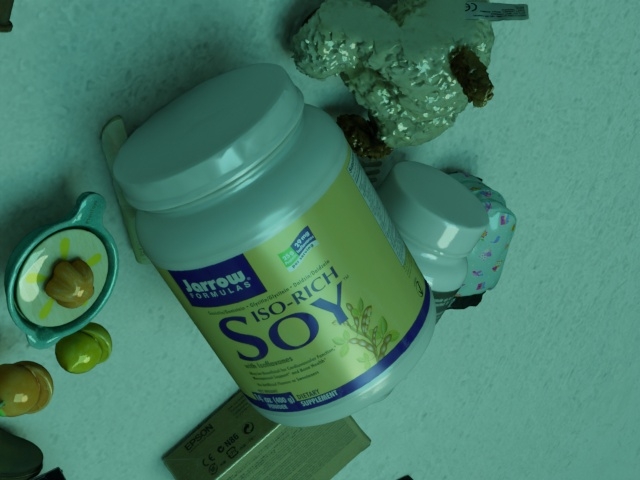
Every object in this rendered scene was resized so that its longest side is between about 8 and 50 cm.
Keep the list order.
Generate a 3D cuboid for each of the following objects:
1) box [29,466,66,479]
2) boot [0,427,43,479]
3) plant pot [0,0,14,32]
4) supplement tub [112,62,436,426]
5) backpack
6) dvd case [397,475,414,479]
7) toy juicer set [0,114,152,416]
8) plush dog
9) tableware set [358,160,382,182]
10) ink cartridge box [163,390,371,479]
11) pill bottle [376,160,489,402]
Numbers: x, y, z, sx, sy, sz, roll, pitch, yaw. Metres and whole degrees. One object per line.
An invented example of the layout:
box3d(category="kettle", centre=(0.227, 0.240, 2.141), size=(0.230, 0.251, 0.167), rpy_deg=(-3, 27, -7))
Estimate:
box3d(category="box", centre=(-0.351, 0.379, 1.480), size=(0.153, 0.108, 0.207), rpy_deg=(-24, 157, -25))
box3d(category="boot", centre=(-0.372, 0.199, 1.382), size=(0.219, 0.082, 0.106), rpy_deg=(27, 106, -47))
box3d(category="plant pot", centre=(-0.299, -0.275, 1.004), size=(0.167, 0.167, 0.165), rpy_deg=(13, 107, -45))
box3d(category="supplement tub", centre=(-0.046, 0.005, 1.328), size=(0.241, 0.241, 0.331), rpy_deg=(-37, 118, -10))
box3d(category="backpack", centre=(0.184, 0.002, 1.672), size=(0.152, 0.115, 0.182), rpy_deg=(-5, 123, -36))
box3d(category="dvd case", centre=(0.068, 0.509, 2.060), size=(0.180, 0.022, 0.253), rpy_deg=(-20, 133, -29))
box3d(category="toy juicer set", centre=(-0.254, 0.057, 1.327), size=(0.329, 0.089, 0.209), rpy_deg=(-50, 140, -14))
box3d(category="plush dog", centre=(0.119, -0.192, 1.423), size=(0.262, 0.210, 0.225), rpy_deg=(-37, 162, -12))
box3d(category="tableware set", centre=(0.005, -0.054, 1.542), size=(0.154, 0.024, 0.104), rpy_deg=(-11, 128, -39))
box3d(category="ink cartridge box", centre=(-0.069, 0.287, 1.709), size=(0.235, 0.088, 0.193), rpy_deg=(-41, 141, -8))
box3d(category="pill bottle", centre=(0.083, 0.053, 1.566), size=(0.161, 0.161, 0.283), rpy_deg=(4, 127, -42))
